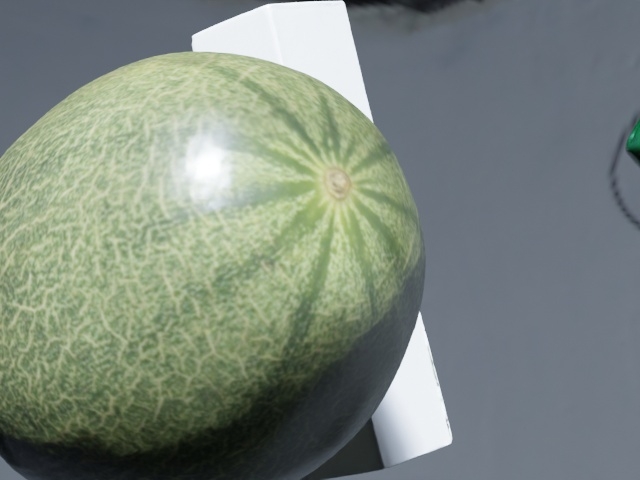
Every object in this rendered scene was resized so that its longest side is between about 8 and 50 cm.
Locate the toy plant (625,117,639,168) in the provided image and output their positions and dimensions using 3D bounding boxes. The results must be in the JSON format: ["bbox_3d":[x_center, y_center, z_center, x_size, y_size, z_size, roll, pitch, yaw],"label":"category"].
[{"bbox_3d":[0.284,-0.010,0.987,0.112,0.243,0.232,122,158,-54],"label":"toy plant"}]

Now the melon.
[{"bbox_3d":[-0.071,0.026,0.955,0.302,0.237,0.237,-36,48,53],"label":"melon"}]

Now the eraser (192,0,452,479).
[{"bbox_3d":[0.000,0.000,1.160,0.078,0.076,0.298,-15,88,42],"label":"eraser"}]
